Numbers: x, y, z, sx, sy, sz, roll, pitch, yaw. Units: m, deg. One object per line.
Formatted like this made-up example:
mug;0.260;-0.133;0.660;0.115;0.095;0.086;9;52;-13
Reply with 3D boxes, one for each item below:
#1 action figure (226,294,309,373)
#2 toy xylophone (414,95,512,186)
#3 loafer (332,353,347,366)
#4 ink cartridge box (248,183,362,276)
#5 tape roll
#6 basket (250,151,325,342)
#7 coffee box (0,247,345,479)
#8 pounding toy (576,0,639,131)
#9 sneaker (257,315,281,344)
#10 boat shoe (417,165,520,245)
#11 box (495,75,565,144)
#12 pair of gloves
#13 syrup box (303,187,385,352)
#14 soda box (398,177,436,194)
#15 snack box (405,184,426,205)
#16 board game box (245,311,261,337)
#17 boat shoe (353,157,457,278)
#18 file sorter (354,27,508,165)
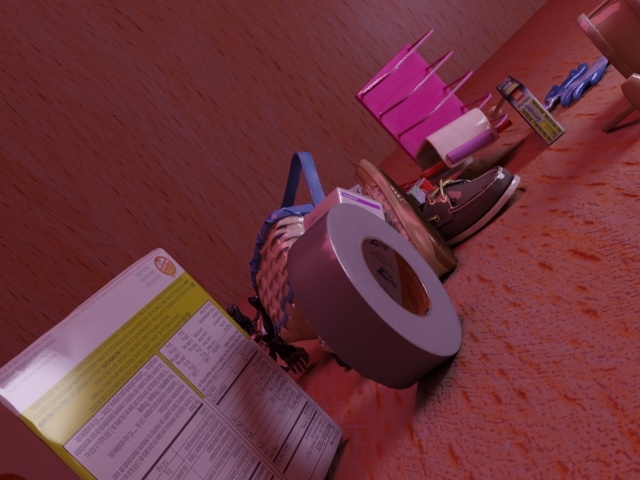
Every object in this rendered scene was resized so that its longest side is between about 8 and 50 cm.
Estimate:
action figure;-0.104;0.224;1.442;0.164;0.141;0.275;-34;35;19
toy xylophone;0.297;-0.204;1.649;0.236;0.081;0.323;-32;-3;7
loafer;0.081;0.098;1.271;0.220;0.078;0.080;-48;7;-31
ink cartridge box;0.000;0.000;2.038;0.223;0.129;0.307;-40;-4;38
tape roll;0.064;0.062;0.936;0.072;0.219;0.219;-42;6;25
basket;-0.024;0.022;1.432;0.201;0.289;0.254;-7;-40;-21
coffee box;-0.232;0.280;0.895;0.337;0.334;0.338;-43;4;25
pounding toy;0.409;-0.258;1.121;0.155;0.154;0.269;-42;6;28
sneaker;-0.070;0.168;1.857;0.083;0.084;0.215;-33;11;43
boat shoe;0.206;-0.045;1.353;0.305;0.091;0.109;-38;9;49
box;0.373;-0.238;1.443;0.036;0.114;0.207;-43;5;16
pair of gloves;0.488;-0.300;1.539;0.159;0.023;0.198;-44;6;-16
syrup box;0.047;0.047;1.190;0.093;0.096;0.236;-40;44;38
soda box;0.179;-0.060;1.645;0.083;0.092;0.263;-45;6;-6
snack box;0.161;-0.027;1.496;0.141;0.100;0.037;-40;7;41
board game box;-0.123;0.194;2.148;0.194;0.060;0.194;-40;7;48
boat shoe;0.113;-0.032;1.294;0.089;0.105;0.285;-44;41;13
file sorter;0.275;-0.328;1.935;0.202;0.290;0.182;-46;9;-17
